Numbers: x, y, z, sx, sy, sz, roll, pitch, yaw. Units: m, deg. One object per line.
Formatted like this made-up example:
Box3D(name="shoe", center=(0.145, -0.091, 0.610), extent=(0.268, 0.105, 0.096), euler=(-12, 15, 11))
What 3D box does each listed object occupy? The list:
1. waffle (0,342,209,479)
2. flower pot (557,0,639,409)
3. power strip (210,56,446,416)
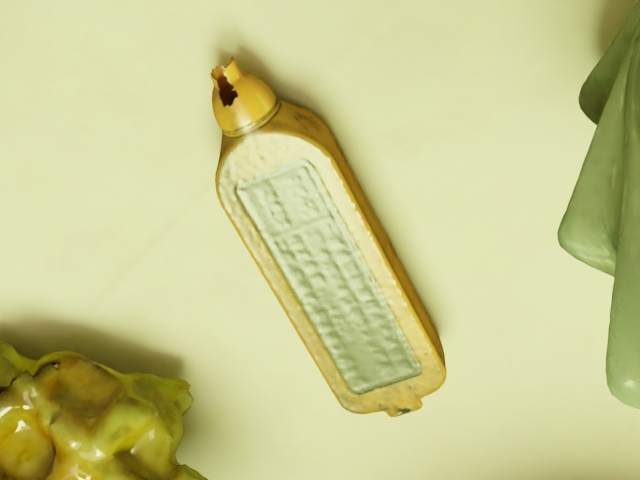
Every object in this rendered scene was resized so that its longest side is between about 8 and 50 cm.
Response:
Box3D(name="waffle", center=(-0.162, 0.181, 0.659), extent=(0.281, 0.301, 0.058), euler=(15, 167, 7))
Box3D(name="flower pot", center=(0.189, -0.002, 0.424), extent=(0.164, 0.367, 0.254), euler=(20, 125, -16))
Box3D(name="power strip", center=(0.000, 0.000, 0.643), extent=(0.049, 0.028, 0.178), euler=(-19, 123, 16))
